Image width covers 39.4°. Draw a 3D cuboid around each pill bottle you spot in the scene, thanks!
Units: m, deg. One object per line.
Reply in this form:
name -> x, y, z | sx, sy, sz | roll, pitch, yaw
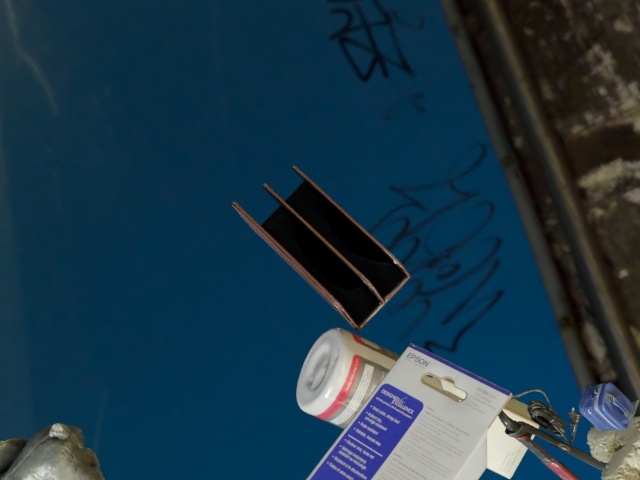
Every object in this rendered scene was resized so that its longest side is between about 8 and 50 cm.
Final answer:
pill bottle -> 0.128, 0.309, 1.752 | 0.318, 0.176, 0.176 | 27, -141, -19

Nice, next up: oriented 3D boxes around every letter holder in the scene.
letter holder -> 0.000, 0.000, 1.687 | 0.302, 0.152, 0.214 | 43, 178, 20

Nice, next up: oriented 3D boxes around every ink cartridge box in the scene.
ink cartridge box -> 0.080, 0.316, 1.140 | 0.371, 0.176, 0.069 | -51, -44, -17

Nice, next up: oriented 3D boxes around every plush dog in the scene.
plush dog -> 0.754, 0.510, 2.013 | 0.225, 0.210, 0.262 | 46, -165, -12

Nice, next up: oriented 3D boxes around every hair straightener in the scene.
hair straightener -> 0.322, 0.266, 1.249 | 0.230, 0.047, 0.089 | 38, -102, -23

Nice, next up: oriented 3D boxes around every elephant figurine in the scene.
elephant figurine -> -0.481, 0.404, 1.440 | 0.186, 0.239, 0.169 | 66, 170, -9

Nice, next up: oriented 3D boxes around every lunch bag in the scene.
lunch bag -> 0.538, 0.310, 1.680 | 0.098, 0.065, 0.067 | 40, -124, -25

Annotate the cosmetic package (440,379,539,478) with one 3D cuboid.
cosmetic package -> 0.348, 0.420, 2.147 | 0.309, 0.160, 0.113 | 24, -167, 4
